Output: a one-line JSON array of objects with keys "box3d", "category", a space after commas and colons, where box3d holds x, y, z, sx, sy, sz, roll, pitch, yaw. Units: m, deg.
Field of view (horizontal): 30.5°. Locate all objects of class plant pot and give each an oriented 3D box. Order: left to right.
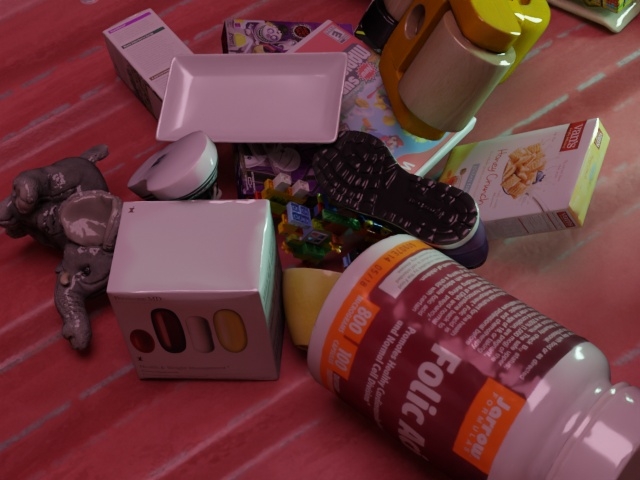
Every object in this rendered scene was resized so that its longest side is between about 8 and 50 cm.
[{"box3d": [0.007, 0.099, 1.541, 0.134, 0.134, 0.095, 9, 77, 13], "category": "plant pot"}]

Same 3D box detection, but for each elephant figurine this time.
[{"box3d": [-0.325, 0.005, 1.645, 0.239, 0.186, 0.169, 42, 22, 20], "category": "elephant figurine"}]

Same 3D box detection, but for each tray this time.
[{"box3d": [-0.095, -0.199, 1.671, 0.270, 0.030, 0.145, 2, 69, 16], "category": "tray"}]

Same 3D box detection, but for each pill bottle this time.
[{"box3d": [0.196, 0.176, 1.383, 0.392, 0.224, 0.224, 32, 61, 28], "category": "pill bottle"}]

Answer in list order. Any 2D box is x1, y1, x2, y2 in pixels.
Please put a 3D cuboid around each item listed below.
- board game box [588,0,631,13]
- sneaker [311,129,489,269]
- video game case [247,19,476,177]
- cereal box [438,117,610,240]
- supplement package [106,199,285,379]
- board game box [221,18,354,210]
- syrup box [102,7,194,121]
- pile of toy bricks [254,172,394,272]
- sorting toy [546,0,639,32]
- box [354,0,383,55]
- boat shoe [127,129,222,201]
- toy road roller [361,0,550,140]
[{"box3d": [0.481, -0.458, 1.927, 0.141, 0.048, 0.170, 33, 61, 31], "category": "board game box"}, {"box3d": [0.104, -0.042, 1.582, 0.283, 0.124, 0.107, 36, 80, 35], "category": "sneaker"}, {"box3d": [0.060, -0.199, 1.732, 0.285, 0.025, 0.204, 37, 55, 15], "category": "video game case"}, {"box3d": [0.267, -0.078, 1.622, 0.240, 0.047, 0.173, -10, 42, 39], "category": "cereal box"}, {"box3d": [-0.153, 0.068, 1.521, 0.194, 0.203, 0.149, -1, 51, 6], "category": "supplement package"}, {"box3d": [-0.032, -0.192, 1.751, 0.208, 0.056, 0.346, 2, 54, -16], "category": "board game box"}, {"box3d": [-0.245, -0.260, 1.863, 0.096, 0.093, 0.237, -30, 54, -16], "category": "syrup box"}, {"box3d": [0.000, 0.000, 1.622, 0.212, 0.105, 0.118, 19, 45, -32], "category": "pile of toy bricks"}, {"box3d": [0.463, -0.449, 1.975, 0.208, 0.038, 0.193, 34, 62, 28], "category": "sorting toy"}, {"box3d": [0.154, -0.330, 1.910, 0.191, 0.045, 0.184, 16, 57, 17], "category": "box"}, {"box3d": [-0.183, -0.073, 1.607, 0.102, 0.301, 0.108, 43, 73, -15], "category": "boat shoe"}, {"box3d": [0.226, -0.295, 1.713, 0.241, 0.202, 0.329, 15, 41, -25], "category": "toy road roller"}]
